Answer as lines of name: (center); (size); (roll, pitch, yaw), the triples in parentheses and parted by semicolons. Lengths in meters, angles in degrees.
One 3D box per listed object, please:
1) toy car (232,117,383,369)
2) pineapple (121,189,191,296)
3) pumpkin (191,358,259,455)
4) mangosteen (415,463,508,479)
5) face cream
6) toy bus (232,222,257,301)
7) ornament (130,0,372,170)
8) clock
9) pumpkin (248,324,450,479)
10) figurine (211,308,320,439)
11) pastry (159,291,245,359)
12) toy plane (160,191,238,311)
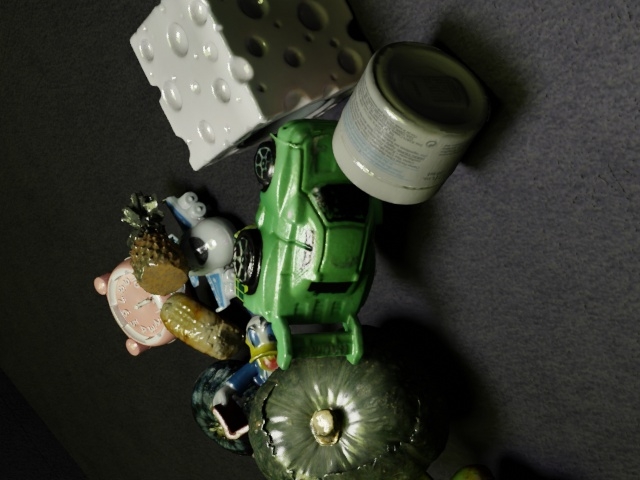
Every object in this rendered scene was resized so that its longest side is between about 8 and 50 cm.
toy car: (0.000, 0.000, 1.382); (0.176, 0.214, 0.358); (43, 125, 55)
pineapple: (-0.345, -0.005, 1.833); (0.251, 0.125, 0.125); (-119, 27, -42)
pumpkin: (-0.174, 0.370, 1.983); (0.233, 0.163, 0.233); (30, 148, 21)
mangosteen: (0.270, 0.504, 1.404); (0.311, 0.311, 0.311); (31, 135, 37)
face cream: (0.122, -0.162, 1.231); (0.177, 0.177, 0.153); (50, 142, 16)
toy bus: (-0.118, 0.050, 1.762); (0.101, 0.088, 0.175); (38, 141, 34)
ornament: (-0.104, -0.282, 1.380); (0.239, 0.240, 0.239); (-26, 91, 55)
clock: (-0.394, 0.135, 2.148); (0.241, 0.142, 0.227); (-26, 92, 46)
pumpkin: (0.043, 0.303, 1.507); (0.291, 0.328, 0.257); (49, -177, 19)
figurine: (-0.108, 0.244, 1.706); (0.205, 0.283, 0.338); (16, 129, 37)
pastry: (-0.260, 0.190, 1.978); (0.193, 0.093, 0.182); (28, 177, 27)
toy plane: (-0.256, 0.024, 1.896); (0.267, 0.123, 0.266); (28, 132, 36)
